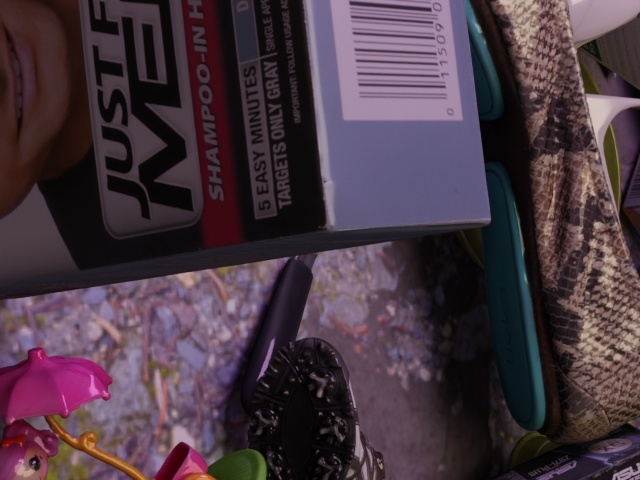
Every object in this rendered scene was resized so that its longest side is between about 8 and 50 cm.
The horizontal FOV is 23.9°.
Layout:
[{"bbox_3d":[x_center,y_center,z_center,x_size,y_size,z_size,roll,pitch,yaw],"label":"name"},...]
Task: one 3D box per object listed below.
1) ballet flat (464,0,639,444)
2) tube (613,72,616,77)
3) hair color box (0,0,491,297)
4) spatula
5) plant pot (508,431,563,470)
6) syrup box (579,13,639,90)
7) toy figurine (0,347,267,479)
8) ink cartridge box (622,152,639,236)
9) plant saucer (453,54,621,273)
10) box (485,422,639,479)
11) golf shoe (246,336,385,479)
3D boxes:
[{"bbox_3d":[0.174,-0.090,1.125,0.182,0.164,0.483,-18,100,-9],"label":"ballet flat"},{"bbox_3d":[0.240,-0.250,1.366,0.080,0.052,0.207,-54,125,-28],"label":"tube"},{"bbox_3d":[-0.103,-0.074,0.758,0.113,0.374,0.185,-4,86,-46],"label":"hair color box"},{"bbox_3d":[0.000,0.000,1.093,0.084,0.030,0.296,43,55,-32],"label":"spatula"},{"bbox_3d":[0.209,0.196,1.234,0.083,0.079,0.083,10,76,-43],"label":"plant pot"},{"bbox_3d":[0.265,-0.194,1.232,0.096,0.237,0.093,-23,120,-9],"label":"syrup box"},{"bbox_3d":[-0.146,0.144,0.892,0.159,0.130,0.173,43,79,-15],"label":"toy figurine"},{"bbox_3d":[0.356,-0.036,1.459,0.179,0.045,0.145,52,50,-41],"label":"ink cartridge box"},{"bbox_3d":[0.167,-0.065,1.267,0.241,0.037,0.241,8,78,-43],"label":"plant saucer"},{"bbox_3d":[0.187,0.242,1.146,0.180,0.077,0.147,-22,101,-10],"label":"box"},{"bbox_3d":[0.002,0.148,1.035,0.094,0.077,0.198,-46,138,-61],"label":"golf shoe"}]
